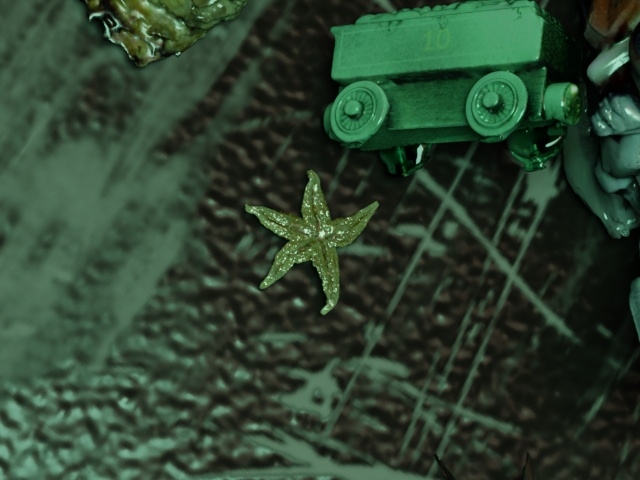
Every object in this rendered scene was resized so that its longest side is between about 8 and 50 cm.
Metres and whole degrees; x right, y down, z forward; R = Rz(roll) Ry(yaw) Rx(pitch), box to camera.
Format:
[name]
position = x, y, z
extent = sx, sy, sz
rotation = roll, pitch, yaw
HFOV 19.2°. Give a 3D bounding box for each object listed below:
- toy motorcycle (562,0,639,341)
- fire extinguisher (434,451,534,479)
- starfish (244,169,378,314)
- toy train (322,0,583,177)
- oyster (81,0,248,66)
[toy motorcycle]
position = 0.229, -0.006, 1.112
extent = 0.134, 0.207, 0.401
rotation = -12, 81, -2
[fire extinguisher]
position = 0.029, 0.193, 1.072
extent = 0.252, 0.075, 0.106
rotation = -20, 82, -19
[starfish]
position = 0.000, 0.000, 1.145
extent = 0.086, 0.016, 0.092
rotation = -9, 74, -16
[toy train]
position = 0.078, -0.093, 1.121
extent = 0.070, 0.172, 0.099
rotation = 26, 68, -53
[oyster]
position = -0.070, -0.183, 1.153
extent = 0.177, 0.056, 0.105
rotation = -27, 77, -16
